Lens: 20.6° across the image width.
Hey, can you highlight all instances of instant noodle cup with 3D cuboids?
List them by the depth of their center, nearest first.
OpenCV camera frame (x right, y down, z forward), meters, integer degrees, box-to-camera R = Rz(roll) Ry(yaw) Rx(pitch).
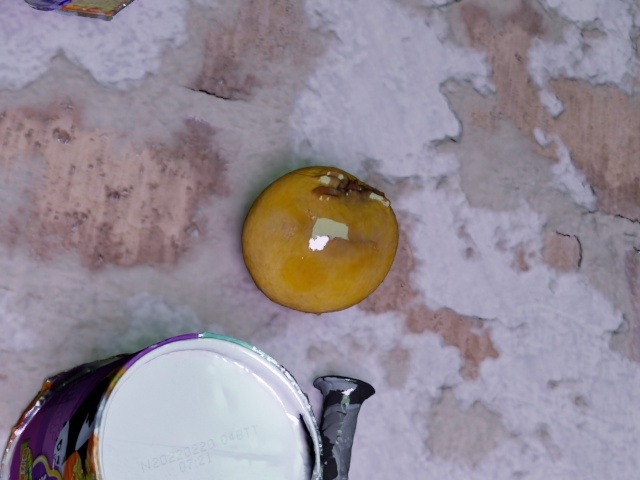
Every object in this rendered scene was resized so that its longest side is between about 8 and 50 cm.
[{"bbox_3d":[-0.119,0.190,1.440,0.251,0.190,0.251,8,69,-22],"label":"instant noodle cup"}]

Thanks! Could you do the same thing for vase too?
[{"bbox_3d":[0.007,0.204,1.570,0.059,0.059,0.167,19,65,-18],"label":"vase"}]

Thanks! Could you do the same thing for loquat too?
[{"bbox_3d":[0.000,0.000,1.594,0.141,0.141,0.141,8,69,-22],"label":"loquat"}]

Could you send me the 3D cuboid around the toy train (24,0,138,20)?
[{"bbox_3d":[-0.235,-0.325,1.597,0.177,0.134,0.261,3,72,-38],"label":"toy train"}]
